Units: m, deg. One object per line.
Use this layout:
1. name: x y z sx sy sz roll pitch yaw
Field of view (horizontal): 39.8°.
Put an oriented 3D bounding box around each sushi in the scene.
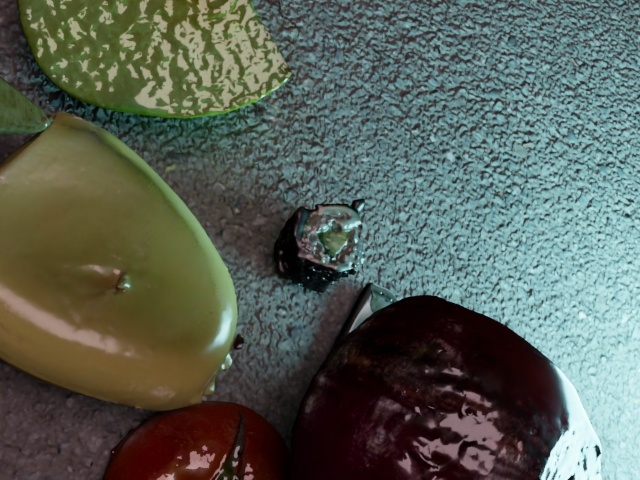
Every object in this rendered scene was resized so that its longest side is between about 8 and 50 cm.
1. sushi: -0.001 0.001 1.014 0.094 0.084 0.098 11 66 -19

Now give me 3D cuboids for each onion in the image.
1. onion: 0.109 0.241 0.859 0.282 0.337 0.260 19 52 29

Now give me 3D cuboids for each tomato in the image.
1. tomato: -0.108 0.270 0.875 0.228 0.101 0.228 6 72 -20

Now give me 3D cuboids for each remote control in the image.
1. remote control: 0.034 0.144 1.019 0.059 0.028 0.212 34 63 -11

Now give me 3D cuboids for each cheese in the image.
1. cheese: -0.215 0.039 0.877 0.316 0.128 0.259 44 59 -10

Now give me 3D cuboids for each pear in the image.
1. pear: -0.200 -0.239 0.970 0.239 0.139 0.288 -29 92 -15

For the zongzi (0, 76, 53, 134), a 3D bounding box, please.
1. zongzi: -0.491 -0.339 0.818 0.467 0.218 0.500 4 75 -31
